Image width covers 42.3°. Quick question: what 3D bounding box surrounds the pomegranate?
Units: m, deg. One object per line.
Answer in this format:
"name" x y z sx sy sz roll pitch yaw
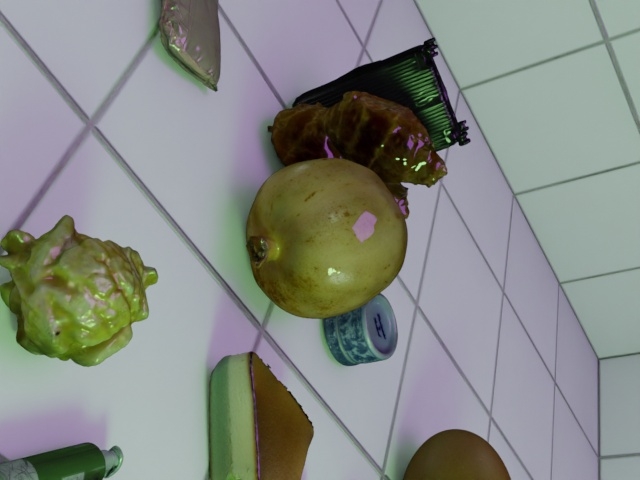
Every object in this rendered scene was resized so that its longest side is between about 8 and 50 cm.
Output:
"pomegranate" 0.000 0.000 1.525 0.319 0.319 0.319 32 51 -50

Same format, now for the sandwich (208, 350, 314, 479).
"sandwich" -0.116 0.320 1.356 0.220 0.108 0.186 58 33 -31

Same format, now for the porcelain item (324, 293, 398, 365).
"porcelain item" 0.083 0.187 1.745 0.147 0.114 0.147 28 55 -50

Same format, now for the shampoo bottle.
"shampoo bottle" -0.333 0.298 1.053 0.204 0.065 0.065 2 75 -59

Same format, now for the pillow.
"pillow" -0.236 -0.429 1.530 0.173 0.067 0.270 32 51 -56

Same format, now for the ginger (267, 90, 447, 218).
"ginger" 0.075 -0.162 1.680 0.152 0.357 0.274 -28 110 -73

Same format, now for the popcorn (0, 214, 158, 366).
"popcorn" -0.317 0.064 1.050 0.185 0.187 0.167 77 33 -62

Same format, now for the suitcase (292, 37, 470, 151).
"suitcase" 0.130 -0.271 1.803 0.152 0.335 0.229 -66 134 -68

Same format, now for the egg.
"egg" 0.299 0.562 1.812 0.250 0.250 0.322 55 25 -32
